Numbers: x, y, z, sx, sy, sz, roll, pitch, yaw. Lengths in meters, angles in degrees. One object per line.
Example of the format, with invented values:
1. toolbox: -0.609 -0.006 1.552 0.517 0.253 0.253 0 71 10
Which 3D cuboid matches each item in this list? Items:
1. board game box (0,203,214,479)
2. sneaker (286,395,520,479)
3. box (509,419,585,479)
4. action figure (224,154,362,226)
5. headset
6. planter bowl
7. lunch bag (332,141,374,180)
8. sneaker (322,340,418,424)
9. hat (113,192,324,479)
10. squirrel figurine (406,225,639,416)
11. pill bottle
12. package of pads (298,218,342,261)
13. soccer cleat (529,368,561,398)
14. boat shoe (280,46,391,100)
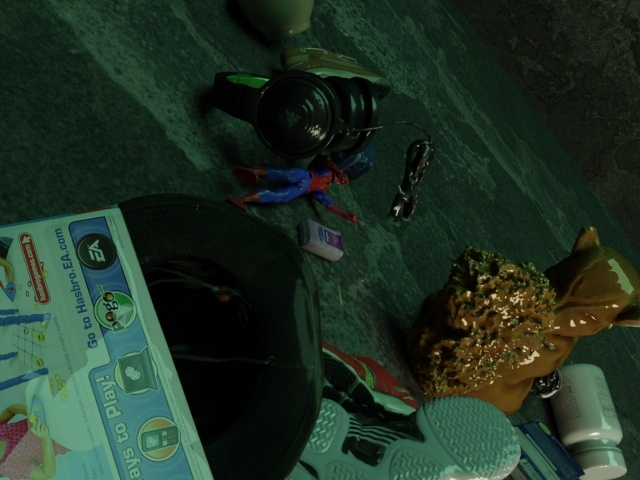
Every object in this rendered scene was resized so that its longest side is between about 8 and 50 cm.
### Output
1. board game box: -0.262 0.149 0.465 0.302 0.086 0.308 -13 73 -33
2. sneaker: 0.050 0.304 0.768 0.365 0.210 0.137 -1 44 -11
3. box: 0.414 0.418 1.181 0.225 0.036 0.136 10 34 -46
4. action figure: -0.013 -0.079 1.012 0.139 0.091 0.280 30 26 22
5. headset: -0.001 -0.174 0.985 0.394 0.185 0.243 24 23 30
6. planter bowl: -0.081 -0.469 1.229 0.162 0.162 0.109 -67 145 -51
7. lunch bag: 0.062 -0.173 1.226 0.065 0.067 0.098 33 42 -30
8. sneaker: 0.037 0.208 0.891 0.279 0.107 0.118 39 20 -30
9. hat: -0.148 0.124 0.654 0.331 0.134 0.331 1 74 -4
10. squirrel figurine: 0.359 0.140 1.074 0.397 0.370 0.281 7 58 -49
11. pill bottle: 0.594 0.405 1.368 0.131 0.131 0.229 31 42 -33
12. package of pads: 0.000 0.000 1.043 0.083 0.032 0.050 24 49 -39
13. soccer cleat: 0.413 0.197 1.358 0.318 0.108 0.116 56 11 5
14. boat shoe: 0.038 -0.347 1.294 0.324 0.123 0.116 -7 67 -55
